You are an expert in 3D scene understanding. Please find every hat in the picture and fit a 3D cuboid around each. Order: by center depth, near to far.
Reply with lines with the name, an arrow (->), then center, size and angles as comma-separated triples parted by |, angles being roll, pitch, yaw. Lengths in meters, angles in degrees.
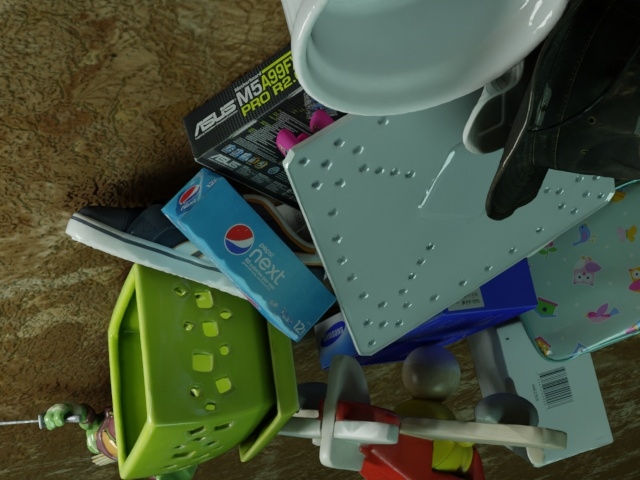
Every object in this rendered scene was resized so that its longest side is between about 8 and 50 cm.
hat -> 0.295, -0.144, 1.324 | 0.331, 0.134, 0.331 | -57, 164, -26

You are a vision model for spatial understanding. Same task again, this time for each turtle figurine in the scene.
turtle figurine -> -0.320, 0.327, 1.920 | 0.275, 0.197, 0.266 | -7, 175, -36

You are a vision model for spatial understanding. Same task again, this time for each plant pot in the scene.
plant pot -> -0.153, 0.171, 1.722 | 0.207, 0.228, 0.227 | 1, 153, -19

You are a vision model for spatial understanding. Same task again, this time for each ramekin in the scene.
ramekin -> 0.088, -0.254, 1.250 | 0.277, 0.135, 0.277 | -16, 153, -9

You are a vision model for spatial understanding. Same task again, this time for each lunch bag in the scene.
lunch bag -> 0.403, 0.032, 1.898 | 0.279, 0.224, 0.108 | -25, 176, 8

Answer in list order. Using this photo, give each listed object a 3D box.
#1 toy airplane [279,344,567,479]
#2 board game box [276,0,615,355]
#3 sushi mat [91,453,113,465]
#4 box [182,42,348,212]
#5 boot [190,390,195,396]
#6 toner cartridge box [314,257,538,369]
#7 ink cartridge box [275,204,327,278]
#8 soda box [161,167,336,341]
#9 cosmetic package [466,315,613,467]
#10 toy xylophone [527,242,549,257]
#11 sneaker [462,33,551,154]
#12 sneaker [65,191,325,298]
toy airplane -> 0.114, 0.257, 1.872 | 0.386, 0.272, 0.384 | 23, 152, -2
board game box -> 0.159, -0.081, 1.527 | 0.390, 0.050, 0.390 | -32, 142, -9
sushi mat -> -0.228, 0.324, 2.139 | 0.151, 0.019, 0.316 | 4, 158, -40
box -> 0.009, -0.129, 1.508 | 0.216, 0.060, 0.270 | -33, 150, 22
boot -> -0.144, 0.224, 2.035 | 0.179, 0.085, 0.236 | -20, 153, 10
toner cartridge box -> 0.144, 0.111, 1.918 | 0.165, 0.075, 0.348 | -2, 164, -30
ink cartridge box -> 0.000, 0.000, 1.747 | 0.225, 0.056, 0.181 | -18, 153, -1
soda box -> -0.079, 0.017, 1.498 | 0.071, 0.067, 0.210 | -47, 117, -8
cosmetic package -> 0.336, 0.211, 2.080 | 0.138, 0.224, 0.225 | -16, -175, -9
toy xylophone -> 0.203, -0.049, 1.739 | 0.323, 0.081, 0.236 | 10, 135, -45
sneaker -> 0.191, -0.148, 1.362 | 0.054, 0.152, 0.061 | 43, 162, -21
sneaker -> -0.138, -0.009, 1.574 | 0.321, 0.127, 0.126 | 19, 178, -26
